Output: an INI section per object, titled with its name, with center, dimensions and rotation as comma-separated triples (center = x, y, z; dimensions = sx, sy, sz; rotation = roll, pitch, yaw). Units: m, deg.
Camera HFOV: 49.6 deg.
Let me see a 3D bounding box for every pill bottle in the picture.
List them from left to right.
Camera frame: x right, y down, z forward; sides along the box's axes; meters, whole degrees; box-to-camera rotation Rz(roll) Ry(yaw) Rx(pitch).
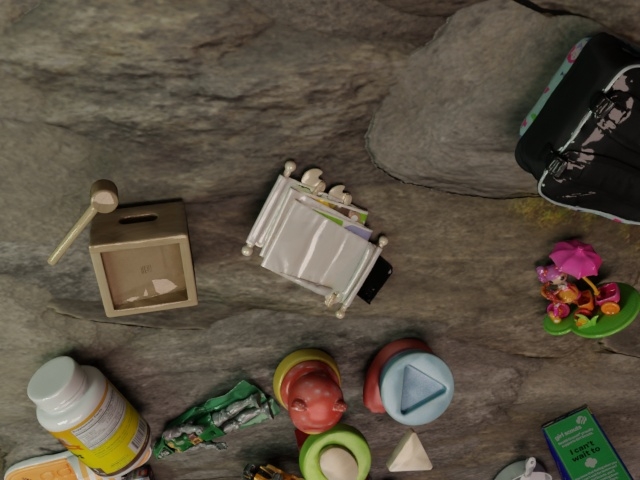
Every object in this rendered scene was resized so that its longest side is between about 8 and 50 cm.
[pill bottle]
center = -0.373, 0.283, 1.118
dimensions = 0.117, 0.117, 0.215
rotation = -23, 128, 4

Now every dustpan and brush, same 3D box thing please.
[dustpan and brush]
center = 0.455, 0.525, 1.546
dimensions = 0.147, 0.060, 0.211
rotation = -13, 129, -4

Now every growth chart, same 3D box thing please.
[growth chart]
center = 0.000, 0.000, 1.027
dimensions = 0.237, 0.021, 0.172
rotation = 34, 91, -33

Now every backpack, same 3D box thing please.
[backpack]
center = 0.416, -0.143, 0.943
dimensions = 0.253, 0.191, 0.225
rotation = 17, 124, -16

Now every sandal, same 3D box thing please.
[sandal]
center = -0.431, 0.425, 1.237
dimensions = 0.265, 0.076, 0.102
rotation = -15, 129, -3

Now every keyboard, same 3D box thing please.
[keyboard]
center = 0.025, 0.032, 1.089
dimensions = 0.192, 0.038, 0.100
rotation = 40, 86, -33

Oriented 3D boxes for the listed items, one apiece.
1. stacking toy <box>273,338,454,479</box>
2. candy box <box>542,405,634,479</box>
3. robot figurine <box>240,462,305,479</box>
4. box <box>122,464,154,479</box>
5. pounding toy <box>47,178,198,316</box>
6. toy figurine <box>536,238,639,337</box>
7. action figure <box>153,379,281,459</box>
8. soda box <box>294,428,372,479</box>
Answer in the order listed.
[stacking toy]
center = 0.088, 0.322, 1.191
dimensions = 0.309, 0.130, 0.280
rotation = -8, 102, -10
[candy box]
center = 0.605, 0.557, 1.445
dimensions = 0.122, 0.317, 0.268
rotation = -27, 129, 5
[robot figurine]
center = -0.051, 0.532, 1.352
dimensions = 0.211, 0.085, 0.291
rotation = 13, 146, 27
[box]
center = -0.359, 0.536, 1.328
dimensions = 0.114, 0.036, 0.207
rotation = -12, 111, -4
[pounding toy]
center = -0.271, -0.005, 0.938
dimensions = 0.181, 0.094, 0.206
rotation = -7, 128, -9
[toy figurine]
center = 0.431, 0.072, 1.185
dimensions = 0.173, 0.130, 0.159
rotation = -21, 119, 34
[action figure]
center = -0.200, 0.336, 1.242
dimensions = 0.232, 0.063, 0.137
rotation = -27, 131, 11
[soda box]
center = 0.039, 0.463, 1.374
dimensions = 0.083, 0.092, 0.263
rotation = -24, 129, 3
